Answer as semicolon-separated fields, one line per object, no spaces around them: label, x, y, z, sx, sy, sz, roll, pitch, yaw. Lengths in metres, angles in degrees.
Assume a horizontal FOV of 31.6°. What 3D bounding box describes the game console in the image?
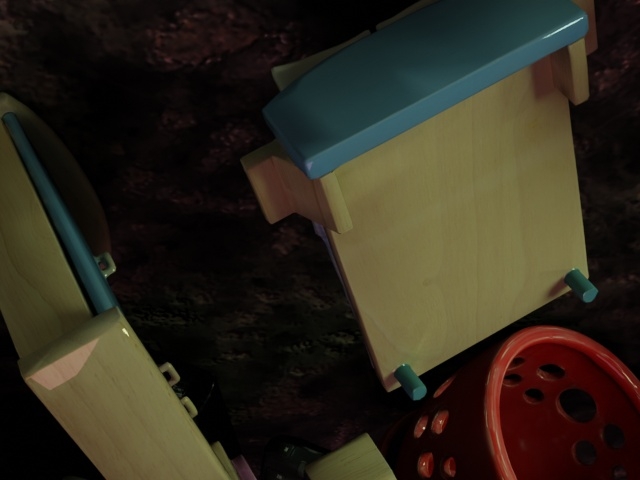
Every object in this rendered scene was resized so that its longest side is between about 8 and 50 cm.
game console;-0.019;0.174;0.777;0.361;0.044;0.213;20;149;19

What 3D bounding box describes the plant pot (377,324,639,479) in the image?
plant pot;0.140;0.180;0.834;0.191;0.191;0.174;19;142;-31

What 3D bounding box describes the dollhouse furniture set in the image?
dollhouse furniture set;0.000;0.000;0.617;0.303;0.198;0.286;-29;136;-7

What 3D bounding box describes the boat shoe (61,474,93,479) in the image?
boat shoe;-0.189;0.301;0.973;0.118;0.103;0.320;20;149;4
